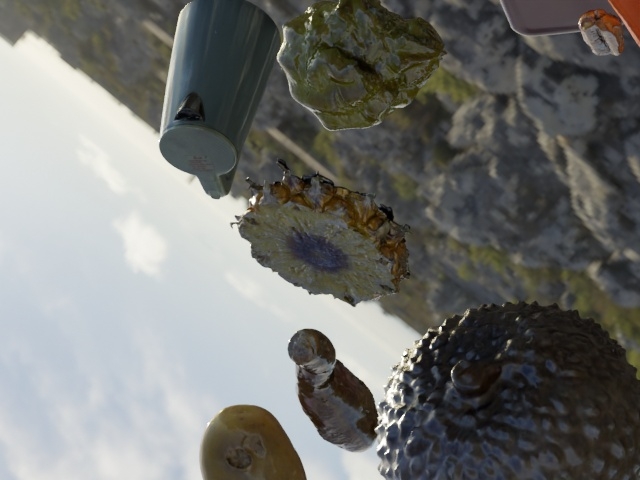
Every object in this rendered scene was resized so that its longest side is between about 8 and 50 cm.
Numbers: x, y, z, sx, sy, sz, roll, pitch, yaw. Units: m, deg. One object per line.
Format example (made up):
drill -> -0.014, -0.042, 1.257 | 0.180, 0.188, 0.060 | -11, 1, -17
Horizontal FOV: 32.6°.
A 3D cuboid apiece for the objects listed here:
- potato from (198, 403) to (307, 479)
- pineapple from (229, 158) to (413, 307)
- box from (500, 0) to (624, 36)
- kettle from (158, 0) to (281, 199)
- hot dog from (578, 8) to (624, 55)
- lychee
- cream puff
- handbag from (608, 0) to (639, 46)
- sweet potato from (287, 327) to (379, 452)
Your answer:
potato -> -0.109, 0.376, 1.751 | 0.233, 0.150, 0.146 | 68, 157, 9
pineapple -> 0.000, 0.000, 1.181 | 0.221, 0.047, 0.221 | 15, 146, 10
box -> 0.405, -0.527, 1.839 | 0.240, 0.229, 0.339 | -3, 156, 22
kettle -> -0.155, -0.203, 1.632 | 0.160, 0.243, 0.210 | 5, 148, 9
hot dog -> 0.429, -0.314, 1.656 | 0.062, 0.038, 0.144 | 7, 173, 27
lychee -> 0.200, 0.208, 1.165 | 0.300, 0.300, 0.300 | 39, 178, 2
cream puff -> 0.041, -0.178, 1.049 | 0.146, 0.146, 0.116 | 39, 151, -10
handbag -> 0.580, -0.332, 1.542 | 0.410, 0.304, 0.116 | 59, 154, 13
sweet potato -> 0.012, 0.217, 1.608 | 0.109, 0.109, 0.385 | 37, 165, 34
